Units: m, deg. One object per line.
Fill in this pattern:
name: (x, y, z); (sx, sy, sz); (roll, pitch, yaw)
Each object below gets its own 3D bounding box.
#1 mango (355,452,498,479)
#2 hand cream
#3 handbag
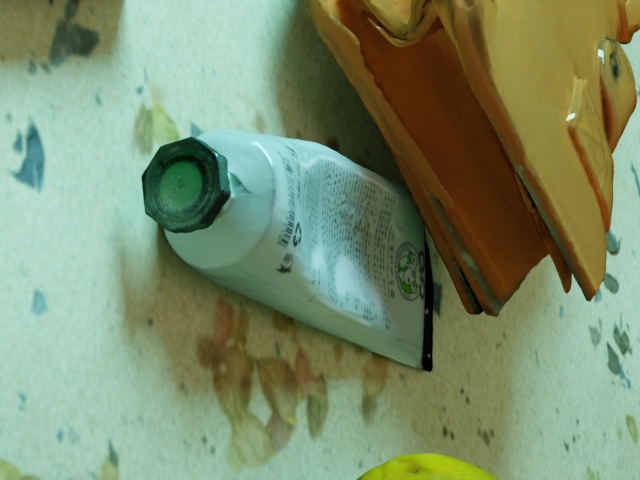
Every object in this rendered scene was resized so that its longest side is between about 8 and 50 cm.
mango: (0.097, 0.283, 1.187); (0.187, 0.144, 0.359); (-48, 124, -49)
hand cream: (0.000, 0.000, 1.199); (0.336, 0.076, 0.121); (22, 68, -62)
handbag: (0.132, -0.182, 1.375); (0.303, 0.116, 0.410); (58, 33, -33)
